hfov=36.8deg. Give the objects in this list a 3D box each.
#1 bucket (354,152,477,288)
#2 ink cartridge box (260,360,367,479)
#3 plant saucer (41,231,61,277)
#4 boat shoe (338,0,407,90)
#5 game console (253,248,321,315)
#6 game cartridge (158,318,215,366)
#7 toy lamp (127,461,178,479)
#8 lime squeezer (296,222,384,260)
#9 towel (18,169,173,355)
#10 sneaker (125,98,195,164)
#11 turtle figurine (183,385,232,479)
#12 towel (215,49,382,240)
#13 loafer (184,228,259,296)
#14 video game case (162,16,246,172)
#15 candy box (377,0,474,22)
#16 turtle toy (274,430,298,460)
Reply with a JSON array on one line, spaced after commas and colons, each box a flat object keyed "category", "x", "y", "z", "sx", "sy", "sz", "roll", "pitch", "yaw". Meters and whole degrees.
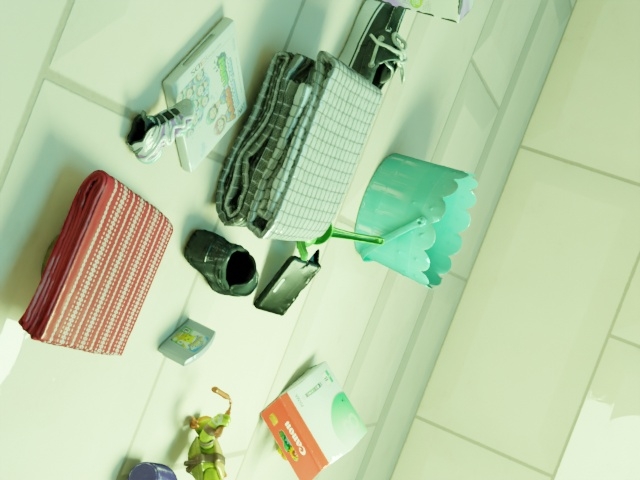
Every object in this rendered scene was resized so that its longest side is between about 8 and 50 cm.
[{"category": "bucket", "x": 0.205, "y": -0.047, "z": 2.085, "sx": 0.281, "sy": 0.183, "sz": 0.281, "roll": -51, "pitch": 153, "yaw": -39}, {"category": "ink cartridge box", "x": -0.009, "y": 0.374, "z": 1.982, "sx": 0.056, "sy": 0.181, "sz": 0.225, "roll": -29, "pitch": -178, "yaw": 30}, {"category": "plant saucer", "x": -0.290, "y": 0.024, "z": 1.116, "sx": 0.083, "sy": 0.015, "sz": 0.083, "roll": -53, "pitch": 155, "yaw": -38}, {"category": "boat shoe", "x": 0.096, "y": -0.311, "z": 1.648, "sx": 0.306, "sy": 0.105, "sz": 0.113, "roll": -61, "pitch": 159, "yaw": -20}, {"category": "game console", "x": -0.059, "y": 0.066, "z": 1.707, "sx": 0.107, "sy": 0.071, "sz": 0.122, "roll": 20, "pitch": 115, "yaw": -42}, {"category": "game cartridge", "x": -0.194, "y": 0.152, "z": 1.432, "sx": 0.083, "sy": 0.056, "sz": 0.017, "roll": -46, "pitch": 158, "yaw": -48}, {"category": "toy lamp", "x": -0.245, "y": 0.416, "z": 1.540, "sx": 0.080, "sy": 0.080, "sz": 0.274, "roll": -61, "pitch": 161, "yaw": -22}, {"category": "lime squeezer", "x": 0.000, "y": 0.000, "z": 1.715, "sx": 0.059, "sy": 0.110, "sz": 0.310, "roll": -56, "pitch": 160, "yaw": 19}, {"category": "towel", "x": -0.257, "y": 0.037, "z": 1.152, "sx": 0.275, "sy": 0.031, "sz": 0.199, "roll": 56, "pitch": 55, "yaw": -77}, {"category": "sneaker", "x": -0.193, "y": -0.142, "z": 1.151, "sx": 0.098, "sy": 0.038, "sz": 0.069, "roll": -53, "pitch": 153, "yaw": -9}, {"category": "turtle figurine", "x": -0.179, "y": 0.368, "z": 1.572, "sx": 0.269, "sy": 0.087, "sz": 0.217, "roll": 105, "pitch": -24, "yaw": -55}, {"category": "towel", "x": -0.036, "y": -0.143, "z": 1.465, "sx": 0.235, "sy": 0.121, "sz": 0.283, "roll": 6, "pitch": 106, "yaw": -68}, {"category": "loafer", "x": -0.132, "y": 0.046, "z": 1.452, "sx": 0.076, "sy": 0.078, "sz": 0.223, "roll": -65, "pitch": 160, "yaw": -10}, {"category": "video game case", "x": -0.148, "y": -0.189, "z": 1.264, "sx": 0.143, "sy": 0.019, "sz": 0.157, "roll": -55, "pitch": 157, "yaw": -33}, {"category": "candy box", "x": 0.151, "y": -0.451, "z": 1.514, "sx": 0.070, "sy": 0.196, "sz": 0.165, "roll": -49, "pitch": 152, "yaw": -43}, {"category": "turtle toy", "x": -0.033, "y": 0.434, "z": 2.044, "sx": 0.066, "sy": 0.130, "sz": 0.095, "roll": -96, "pitch": -162, "yaw": -61}]
